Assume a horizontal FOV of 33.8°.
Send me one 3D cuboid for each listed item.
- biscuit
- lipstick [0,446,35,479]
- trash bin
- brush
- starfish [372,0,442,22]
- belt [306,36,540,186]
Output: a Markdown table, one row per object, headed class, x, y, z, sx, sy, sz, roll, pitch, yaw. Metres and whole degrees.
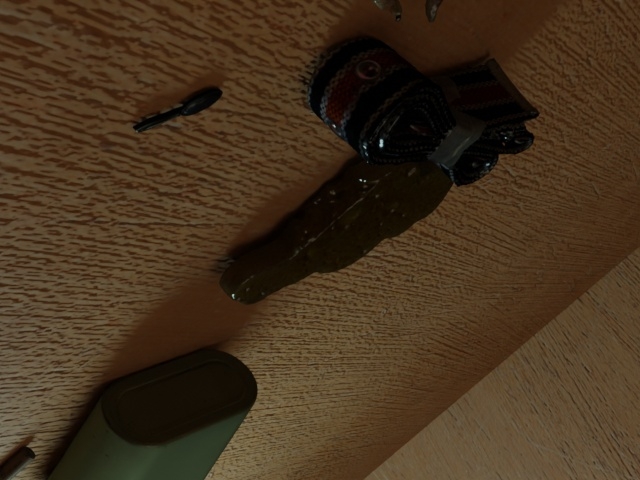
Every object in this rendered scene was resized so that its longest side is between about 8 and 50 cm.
| class | x | y | z | sx | sy | sz | roll | pitch | yaw |
| --- | --- | --- | --- | --- | --- | --- | --- | --- | --- |
| biscuit | 0.024 | -0.021 | 1.195 | 0.320 | 0.047 | 0.183 | -33 | 155 | -16 |
| lipstick | -0.368 | 0.274 | 1.216 | 0.094 | 0.019 | 0.019 | -42 | 161 | 9 |
| trash bin | -0.216 | 0.265 | 1.321 | 0.243 | 0.121 | 0.247 | -14 | 148 | -48 |
| brush | -0.111 | -0.101 | 0.827 | 0.083 | 0.008 | 0.024 | -27 | 161 | -30 |
| starfish | 0.160 | -0.294 | 0.796 | 0.302 | 0.060 | 0.299 | -37 | 159 | -5 |
| belt | 0.108 | -0.122 | 1.042 | 0.126 | 0.094 | 0.359 | -45 | 159 | 24 |
